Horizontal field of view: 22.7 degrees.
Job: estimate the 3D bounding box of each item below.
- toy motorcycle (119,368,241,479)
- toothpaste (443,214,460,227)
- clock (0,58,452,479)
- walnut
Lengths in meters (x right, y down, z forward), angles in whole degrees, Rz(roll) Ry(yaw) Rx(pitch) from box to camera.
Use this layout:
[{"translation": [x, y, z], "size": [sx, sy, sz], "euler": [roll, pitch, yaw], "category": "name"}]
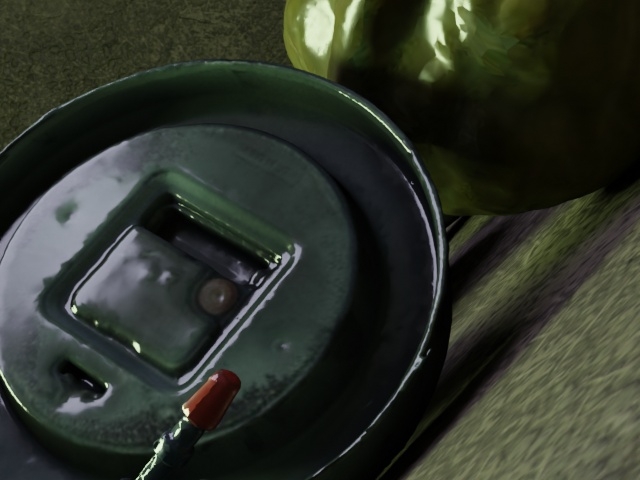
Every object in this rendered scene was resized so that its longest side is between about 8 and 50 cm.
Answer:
[{"translation": [-0.073, 0.159, 0.516], "size": [0.182, 0.123, 0.272], "euler": [-55, -2, 22], "category": "toy motorcycle"}, {"translation": [0.057, -0.001, 1.629], "size": [0.371, 0.080, 0.125], "euler": [-39, 5, -33], "category": "toothpaste"}, {"translation": [-0.076, 0.035, 0.893], "size": [0.312, 0.312, 0.061], "euler": [-45, -32, -16], "category": "clock"}, {"translation": [0.115, -0.165, 1.014], "size": [0.282, 0.253, 0.277], "euler": [-115, 40, -49], "category": "walnut"}]
